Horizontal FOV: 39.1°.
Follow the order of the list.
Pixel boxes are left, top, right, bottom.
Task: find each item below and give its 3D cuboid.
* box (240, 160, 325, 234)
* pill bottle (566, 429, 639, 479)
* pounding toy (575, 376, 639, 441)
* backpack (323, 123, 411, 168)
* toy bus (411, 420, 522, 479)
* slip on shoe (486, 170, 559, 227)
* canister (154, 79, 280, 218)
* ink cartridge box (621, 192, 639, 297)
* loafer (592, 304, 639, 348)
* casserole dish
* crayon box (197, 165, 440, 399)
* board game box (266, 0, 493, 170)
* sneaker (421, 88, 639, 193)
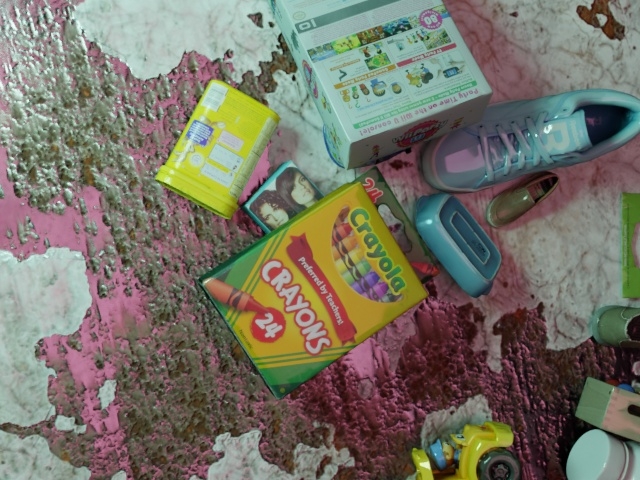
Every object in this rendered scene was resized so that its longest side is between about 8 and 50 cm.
[{"bbox_3d":[0.000,0.000,1.368,0.244,0.060,0.100,46,81,-11],"label":"box"},{"bbox_3d":[0.524,0.403,1.471,0.229,0.131,0.131,29,85,-13],"label":"pill bottle"},{"bbox_3d":[0.511,0.270,1.475,0.141,0.130,0.100,19,88,-5],"label":"pounding toy"},{"bbox_3d":[0.062,-0.162,1.365,0.114,0.084,0.105,-20,92,-16],"label":"backpack"},{"bbox_3d":[0.192,0.385,1.398,0.211,0.149,0.220,8,88,2],"label":"toy bus"},{"bbox_3d":[0.329,-0.067,1.455,0.135,0.041,0.051,-30,98,-11],"label":"slip on shoe"},{"bbox_3d":[-0.148,-0.134,1.323,0.126,0.073,0.170,29,84,-13],"label":"canister"},{"bbox_3d":[0.640,0.010,1.505,0.255,0.097,0.189,-1,92,-14],"label":"ink cartridge box"},{"bbox_3d":[0.582,0.151,1.499,0.251,0.087,0.094,-2,92,-13],"label":"loafer"},{"bbox_3d":[0.221,0.002,1.402,0.188,0.037,0.114,51,42,-11],"label":"casserole dish"},{"bbox_3d":[0.010,0.054,1.300,0.318,0.081,0.202,-34,99,-10],"label":"crayon box"},{"bbox_3d":[0.078,-0.282,1.306,0.224,0.097,0.303,-20,72,-11],"label":"board game box"},{"bbox_3d":[0.339,-0.168,1.399,0.365,0.150,0.135,-20,95,-12],"label":"sneaker"}]
